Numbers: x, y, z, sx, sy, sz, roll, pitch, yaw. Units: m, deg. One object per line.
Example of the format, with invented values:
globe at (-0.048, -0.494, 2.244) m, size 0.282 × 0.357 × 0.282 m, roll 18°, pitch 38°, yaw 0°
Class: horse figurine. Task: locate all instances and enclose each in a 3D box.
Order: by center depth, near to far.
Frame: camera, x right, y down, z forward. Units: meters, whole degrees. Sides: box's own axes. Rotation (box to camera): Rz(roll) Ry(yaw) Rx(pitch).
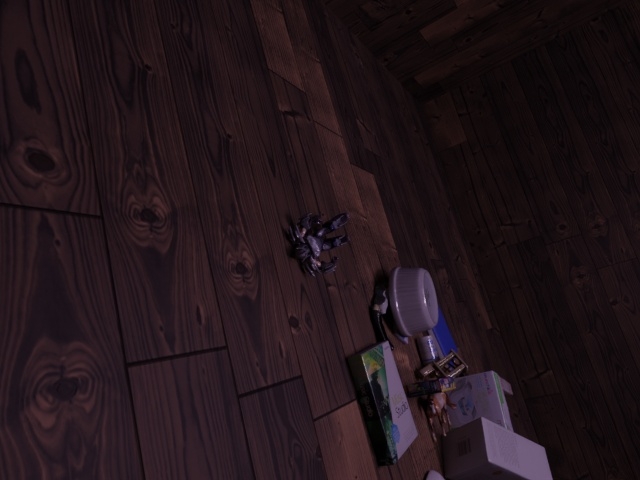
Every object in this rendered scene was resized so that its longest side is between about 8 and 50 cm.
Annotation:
horse figurine at (0.460, 0.653, 1.818) m, size 0.263 × 0.066 × 0.175 m, roll -10°, pitch 85°, yaw -61°

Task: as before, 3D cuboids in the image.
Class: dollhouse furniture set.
dollhouse furniture set at (0.473, 0.550, 1.868) m, size 0.181 × 0.161 × 0.101 m, roll -25°, pitch 57°, yaw -26°

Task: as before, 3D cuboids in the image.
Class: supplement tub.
supplement tub at (0.441, 0.450, 1.926) m, size 0.071 × 0.071 × 0.107 m, roll 12°, pitch 60°, yaw -59°

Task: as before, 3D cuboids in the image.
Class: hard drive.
hard drive at (0.551, 0.419, 2.186) m, size 0.319 × 0.040 × 0.210 m, roll 65°, pitch 27°, yaw -6°

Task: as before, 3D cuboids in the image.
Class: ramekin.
ramekin at (0.365, 0.229, 1.802) m, size 0.273 × 0.127 × 0.273 m, roll 41°, pitch 43°, yaw -54°

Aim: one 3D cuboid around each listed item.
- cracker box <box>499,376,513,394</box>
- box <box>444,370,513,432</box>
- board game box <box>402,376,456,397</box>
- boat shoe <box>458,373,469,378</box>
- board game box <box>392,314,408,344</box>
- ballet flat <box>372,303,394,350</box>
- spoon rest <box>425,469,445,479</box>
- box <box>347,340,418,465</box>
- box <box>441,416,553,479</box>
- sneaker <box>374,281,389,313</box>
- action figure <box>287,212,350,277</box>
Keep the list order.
cracker box at (0.879, 0.763, 2.409) m, size 0.232 × 0.155 × 0.067 m, roll 35°, pitch 41°, yaw -48°
box at (0.655, 0.707, 1.952) m, size 0.127 × 0.231 × 0.262 m, roll 39°, pitch 39°, yaw -45°
board game box at (0.398, 0.534, 1.705) m, size 0.170 × 0.141 × 0.048 m, roll 20°, pitch 53°, yaw -57°
boat shoe at (0.657, 0.689, 2.150) m, size 0.073 × 0.073 × 0.207 m, roll 18°, pitch 34°, yaw -5°
board game box at (0.311, 0.344, 1.818) m, size 0.090 × 0.020 × 0.090 m, roll 46°, pitch 35°, yaw -38°
ballet flat at (0.218, 0.306, 1.641) m, size 0.057 × 0.049 × 0.173 m, roll 13°, pitch 59°, yaw -60°
spoon rest at (0.366, 0.832, 1.516) m, size 0.276 × 0.084 × 0.137 m, roll 39°, pitch 38°, yaw -66°
box at (0.198, 0.492, 1.458) m, size 0.232 × 0.058 × 0.322 m, roll -1°, pitch 70°, yaw -62°
box at (0.662, 0.834, 1.762) m, size 0.345 × 0.215 × 0.168 m, roll 30°, pitch 39°, yaw -18°
sneaker at (0.230, 0.213, 1.744) m, size 0.152 × 0.053 × 0.061 m, roll -64°, pitch 144°, yaw -54°
action figure at (0.000, 0.000, 1.417) m, size 0.285 × 0.099 × 0.185 m, roll -32°, pitch 108°, yaw -59°
